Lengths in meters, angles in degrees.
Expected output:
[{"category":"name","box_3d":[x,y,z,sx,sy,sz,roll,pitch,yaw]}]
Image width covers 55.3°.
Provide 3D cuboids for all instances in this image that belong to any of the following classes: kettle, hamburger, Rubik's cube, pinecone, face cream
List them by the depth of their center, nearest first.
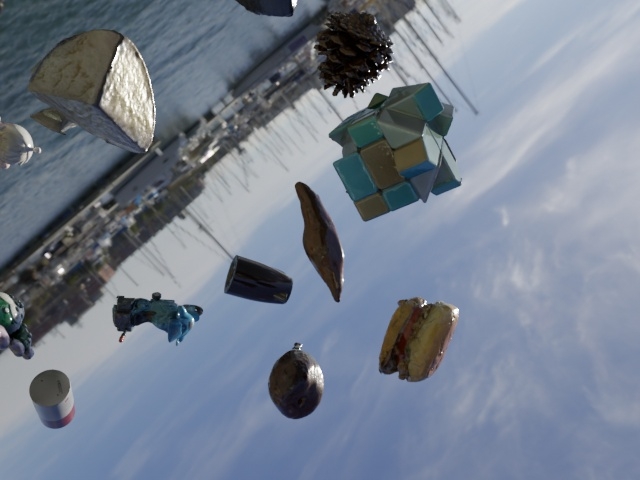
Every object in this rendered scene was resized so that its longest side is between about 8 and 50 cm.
[{"category":"Rubik's cube","box_3d":[0.157,-0.173,1.158,0.212,0.225,0.265,-23,-164,27]},{"category":"pinecone","box_3d":[0.061,-0.360,1.189,0.173,0.174,0.174,-38,-168,10]},{"category":"hamburger","box_3d":[0.253,0.260,1.595,0.244,0.162,0.245,20,90,-77]},{"category":"face cream","box_3d":[-0.703,0.423,1.609,0.096,0.095,0.214,-49,172,-35]},{"category":"kettle","box_3d":[-0.219,0.147,2.216,0.202,0.232,0.144,-116,-132,-67]}]

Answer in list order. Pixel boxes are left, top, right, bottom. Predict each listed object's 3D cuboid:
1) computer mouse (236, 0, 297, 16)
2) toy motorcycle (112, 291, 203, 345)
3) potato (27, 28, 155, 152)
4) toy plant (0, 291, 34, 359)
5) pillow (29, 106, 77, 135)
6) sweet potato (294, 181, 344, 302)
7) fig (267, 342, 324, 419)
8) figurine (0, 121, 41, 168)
[{"category":"computer mouse","box_3d":[-0.097,-0.472,0.897,0.087,0.168,0.296,-43,154,-44]},{"category":"toy motorcycle","box_3d":[-0.496,0.234,1.841,0.182,0.271,0.124,-103,-162,-67]},{"category":"potato","box_3d":[-0.530,-0.368,1.503,0.264,0.210,0.190,54,51,-63]},{"category":"toy plant","box_3d":[-0.804,0.185,1.507,0.112,0.233,0.243,-37,158,-9]},{"category":"pillow","box_3d":[-0.926,-0.468,2.255,0.255,0.169,0.059,-43,155,-53]},{"category":"sweet potato","box_3d":[0.003,0.005,1.754,0.112,0.360,0.112,-16,175,-2]},{"category":"fig","box_3d":[-0.066,0.373,1.741,0.145,0.170,0.274,-24,-154,13]},{"category":"figurine","box_3d":[-0.996,-0.312,1.908,0.182,0.256,0.144,-62,167,18]}]
